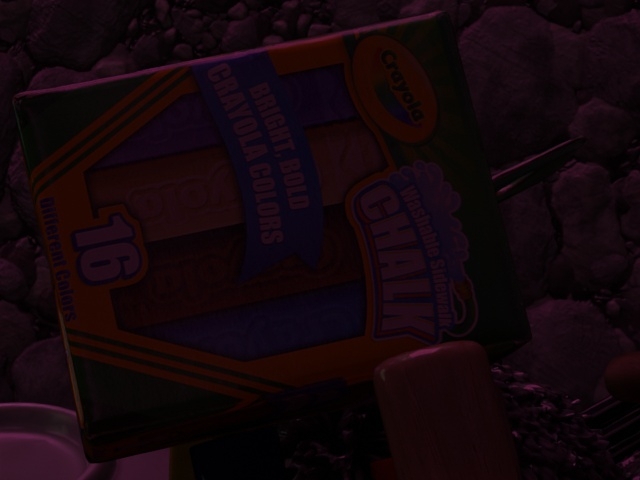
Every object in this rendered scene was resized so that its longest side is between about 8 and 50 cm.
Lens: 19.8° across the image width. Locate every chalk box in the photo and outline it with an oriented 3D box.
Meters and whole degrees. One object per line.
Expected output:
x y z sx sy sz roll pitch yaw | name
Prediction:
0.000 0.000 0.718 0.213 0.132 0.132 -11 -11 -7 | chalk box

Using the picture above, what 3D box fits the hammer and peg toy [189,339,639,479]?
0.024 0.117 0.651 0.361 0.127 0.266 -14 -9 4 | hammer and peg toy

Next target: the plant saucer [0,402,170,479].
-0.271 0.222 1.487 0.400 0.100 0.400 -6 21 2 | plant saucer

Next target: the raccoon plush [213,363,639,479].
0.077 0.076 1.106 0.446 0.299 0.216 -9 -9 -31 | raccoon plush

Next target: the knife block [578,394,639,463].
0.327 0.102 1.467 0.242 0.275 0.088 16 -7 2 | knife block

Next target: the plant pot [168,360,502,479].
0.020 0.156 1.324 0.207 0.228 0.227 0 -5 13 | plant pot
